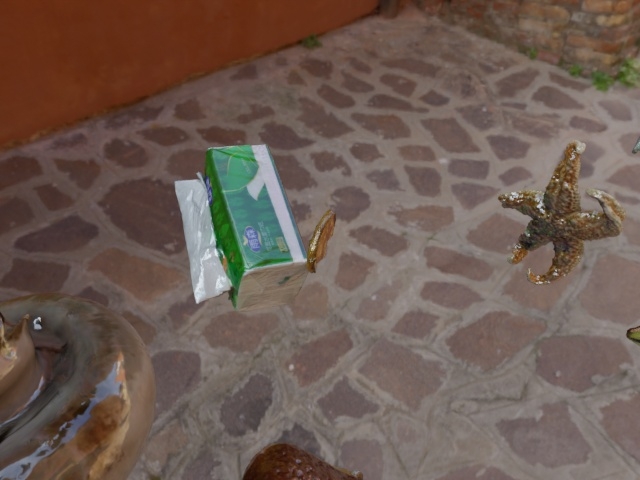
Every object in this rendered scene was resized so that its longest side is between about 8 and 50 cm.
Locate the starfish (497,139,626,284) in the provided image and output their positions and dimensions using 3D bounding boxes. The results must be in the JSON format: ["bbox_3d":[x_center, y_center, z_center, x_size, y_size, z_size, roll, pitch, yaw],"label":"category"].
[{"bbox_3d":[0.294,-0.032,0.717,0.150,0.209,0.053,22,47,30],"label":"starfish"}]

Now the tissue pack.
[{"bbox_3d":[-0.125,-0.014,0.859,0.156,0.148,0.209,-9,64,-21],"label":"tissue pack"}]

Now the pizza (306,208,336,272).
[{"bbox_3d":[0.000,0.000,0.707,0.016,0.037,0.083,14,79,28],"label":"pizza"}]

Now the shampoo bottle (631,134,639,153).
[{"bbox_3d":[0.479,-0.081,0.689,0.204,0.065,0.065,37,52,22],"label":"shampoo bottle"}]

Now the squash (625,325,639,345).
[{"bbox_3d":[0.567,0.140,0.808,0.155,0.204,0.237,52,23,14],"label":"squash"}]

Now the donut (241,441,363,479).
[{"bbox_3d":[-0.025,0.281,0.530,0.126,0.144,0.186,38,69,-12],"label":"donut"}]

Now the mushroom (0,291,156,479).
[{"bbox_3d":[-0.388,0.193,0.689,0.362,0.294,0.362,-4,38,3],"label":"mushroom"}]
